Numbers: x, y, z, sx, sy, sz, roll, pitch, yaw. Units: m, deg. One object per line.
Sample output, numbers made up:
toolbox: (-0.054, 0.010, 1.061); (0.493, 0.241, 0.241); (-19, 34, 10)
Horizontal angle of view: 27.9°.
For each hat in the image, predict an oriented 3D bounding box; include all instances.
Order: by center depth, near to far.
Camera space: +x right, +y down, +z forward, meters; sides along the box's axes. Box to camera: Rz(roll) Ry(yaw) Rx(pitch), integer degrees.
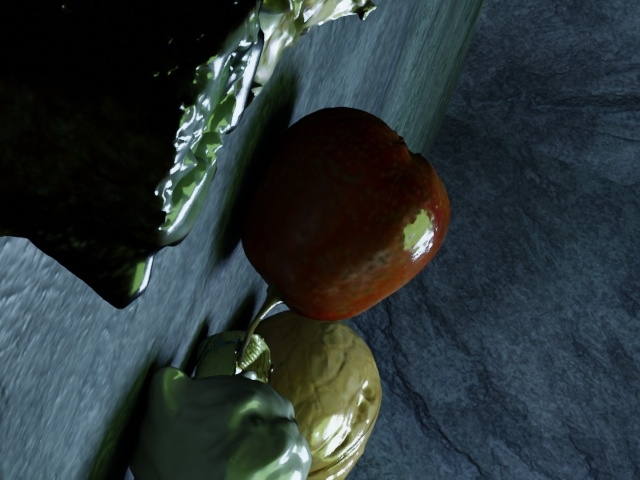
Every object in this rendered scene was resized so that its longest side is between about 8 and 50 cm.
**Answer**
hat: (-0.078, 0.110, 1.045); (0.076, 0.059, 0.077); (58, 48, -63)

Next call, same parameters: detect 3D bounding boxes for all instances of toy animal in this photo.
toy animal: (-0.063, 0.208, 0.990); (0.266, 0.188, 0.307); (-35, 161, 29)

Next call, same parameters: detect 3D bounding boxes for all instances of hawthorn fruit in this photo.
hawthorn fruit: (0.000, 0.000, 0.991); (0.203, 0.162, 0.162); (-46, 176, 6)

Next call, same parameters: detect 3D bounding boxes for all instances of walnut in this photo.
walnut: (-0.024, 0.154, 1.212); (0.197, 0.165, 0.165); (-48, 161, -51)

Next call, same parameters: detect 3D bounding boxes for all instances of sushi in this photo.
sushi: (-0.067, -0.049, 0.407); (0.094, 0.084, 0.098); (-66, 180, -54)

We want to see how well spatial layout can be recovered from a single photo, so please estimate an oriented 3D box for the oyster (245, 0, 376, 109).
oyster: (0.003, -0.167, 0.623); (0.201, 0.107, 0.354); (-46, -177, -10)
